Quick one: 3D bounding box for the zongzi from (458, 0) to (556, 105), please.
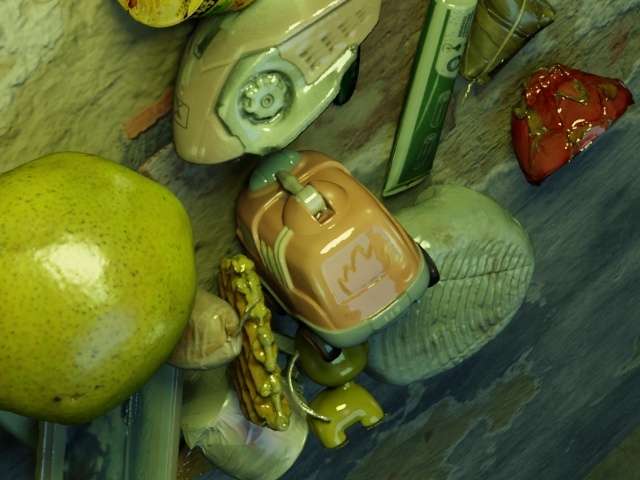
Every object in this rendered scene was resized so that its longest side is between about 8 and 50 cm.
[{"bbox_3d":[0.210,-0.305,1.627,0.178,0.081,0.189,31,115,-36],"label":"zongzi"}]

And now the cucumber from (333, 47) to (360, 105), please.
[{"bbox_3d":[0.037,-0.245,1.501,0.036,0.033,0.184,-48,154,-36],"label":"cucumber"}]

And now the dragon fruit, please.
[{"bbox_3d":[0.377,-0.208,1.863,0.224,0.148,0.218,-42,179,-27],"label":"dragon fruit"}]

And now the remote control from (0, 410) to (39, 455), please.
[{"bbox_3d":[-0.342,0.232,1.499,0.098,0.038,0.233,-48,133,-14],"label":"remote control"}]

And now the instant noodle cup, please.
[{"bbox_3d":[-0.124,-0.289,1.171,0.122,0.151,0.151,-11,132,-52],"label":"instant noodle cup"}]

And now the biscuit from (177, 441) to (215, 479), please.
[{"bbox_3d":[-0.144,0.310,1.874,0.224,0.033,0.144,-22,135,-35],"label":"biscuit"}]

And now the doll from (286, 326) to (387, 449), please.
[{"bbox_3d":[0.009,0.177,1.673,0.135,0.143,0.221,-26,109,-11],"label":"doll"}]

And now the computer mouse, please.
[{"bbox_3d":[-0.039,-0.246,1.277,0.389,0.199,0.115,-50,136,2],"label":"computer mouse"}]

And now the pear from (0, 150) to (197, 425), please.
[{"bbox_3d":[-0.272,0.056,1.243,0.294,0.294,0.294,-30,144,-25],"label":"pear"}]

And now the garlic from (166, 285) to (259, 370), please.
[{"bbox_3d":[-0.155,0.102,1.466,0.090,0.198,0.129,-15,118,-43],"label":"garlic"}]

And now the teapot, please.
[{"bbox_3d":[-0.104,0.240,1.721,0.221,0.163,0.178,-48,126,6],"label":"teapot"}]

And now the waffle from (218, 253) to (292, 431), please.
[{"bbox_3d":[-0.089,0.132,1.550,0.058,0.243,0.238,-10,99,-13],"label":"waffle"}]

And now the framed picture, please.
[{"bbox_3d":[-0.271,0.222,1.519,0.232,0.024,0.315,-2,100,-48],"label":"framed picture"}]

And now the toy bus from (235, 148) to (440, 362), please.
[{"bbox_3d":[0.000,0.000,1.514,0.194,0.287,0.232,-38,130,-7],"label":"toy bus"}]

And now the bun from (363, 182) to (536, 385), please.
[{"bbox_3d":[0.165,0.056,1.805,0.354,0.194,0.354,-20,138,-19],"label":"bun"}]

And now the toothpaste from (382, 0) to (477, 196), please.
[{"bbox_3d":[0.157,-0.223,1.644,0.098,0.061,0.392,-24,144,-33],"label":"toothpaste"}]
